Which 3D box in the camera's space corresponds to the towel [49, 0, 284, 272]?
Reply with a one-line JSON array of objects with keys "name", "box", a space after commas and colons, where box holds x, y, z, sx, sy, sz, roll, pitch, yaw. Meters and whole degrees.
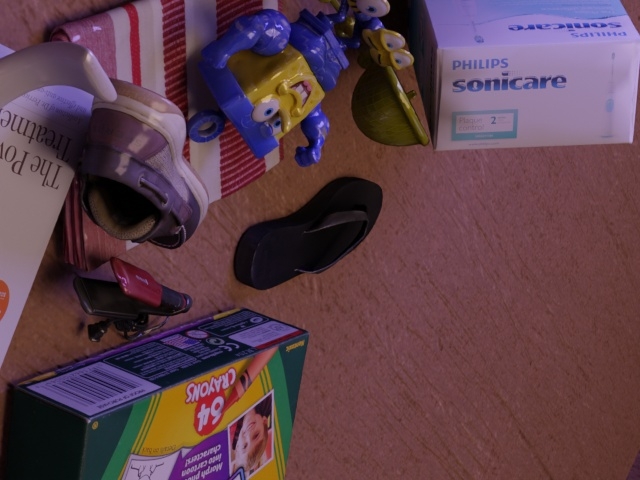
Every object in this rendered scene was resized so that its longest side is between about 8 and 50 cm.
[{"name": "towel", "box": [-0.140, -0.133, 1.575, 0.329, 0.037, 0.237, -32, 130, -50]}]

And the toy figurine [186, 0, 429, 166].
[{"name": "toy figurine", "box": [-0.044, -0.168, 1.603, 0.217, 0.191, 0.362, -38, 151, -2]}]

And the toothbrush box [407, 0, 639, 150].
[{"name": "toothbrush box", "box": [0.216, -0.220, 1.795, 0.295, 0.216, 0.126, -98, -174, -61]}]

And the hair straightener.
[{"name": "hair straightener", "box": [-0.190, 0.061, 1.576, 0.089, 0.047, 0.230, -28, 170, 9]}]

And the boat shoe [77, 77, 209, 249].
[{"name": "boat shoe", "box": [-0.160, -0.045, 1.391, 0.285, 0.103, 0.092, 95, 20, -71]}]

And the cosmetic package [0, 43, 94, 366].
[{"name": "cosmetic package", "box": [-0.349, -0.042, 1.226, 0.377, 0.097, 0.284, 23, 88, -60]}]

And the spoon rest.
[{"name": "spoon rest", "box": [-0.277, -0.045, 1.188, 0.276, 0.084, 0.137, -44, 142, -16]}]

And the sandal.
[{"name": "sandal", "box": [0.000, 0.001, 1.855, 0.254, 0.054, 0.097, -31, 131, -48]}]

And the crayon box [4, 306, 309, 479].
[{"name": "crayon box", "box": [-0.171, 0.262, 1.672, 0.363, 0.106, 0.313, -17, 121, -54]}]
